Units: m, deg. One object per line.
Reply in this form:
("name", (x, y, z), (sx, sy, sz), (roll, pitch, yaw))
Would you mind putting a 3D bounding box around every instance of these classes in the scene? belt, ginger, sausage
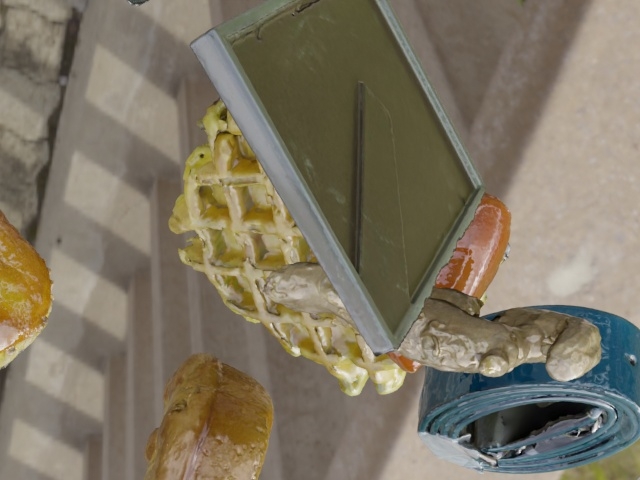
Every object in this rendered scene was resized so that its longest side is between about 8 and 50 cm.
("belt", (0.335, 0.248, 1.988), (0.300, 0.173, 0.436), (27, 142, -23))
("ginger", (0.087, 0.062, 0.943), (0.258, 0.149, 0.065), (10, 91, 16))
("sausage", (0.107, 0.033, 1.118), (0.089, 0.089, 0.179), (32, 90, -28))

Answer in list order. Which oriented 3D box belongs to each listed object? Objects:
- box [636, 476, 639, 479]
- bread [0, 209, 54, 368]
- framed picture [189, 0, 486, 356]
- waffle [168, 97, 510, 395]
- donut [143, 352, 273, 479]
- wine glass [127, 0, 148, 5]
("box", (0.260, 0.203, 0.938), (0.220, 0.032, 0.122), (-46, 148, 9))
("bread", (-0.320, 0.027, 1.038), (0.190, 0.132, 0.114), (41, 146, -5))
("framed picture", (0.028, -0.066, 0.724), (0.018, 0.265, 0.192), (-25, 101, 26))
("waffle", (0.000, 0.000, 1.377), (0.379, 0.095, 0.382), (36, 137, 5))
("donut", (-0.171, 0.307, 1.708), (0.150, 0.317, 0.299), (20, 118, -8))
("wine glass", (-0.320, -0.412, 1.746), (0.183, 0.122, 0.122), (21, 133, 27))
